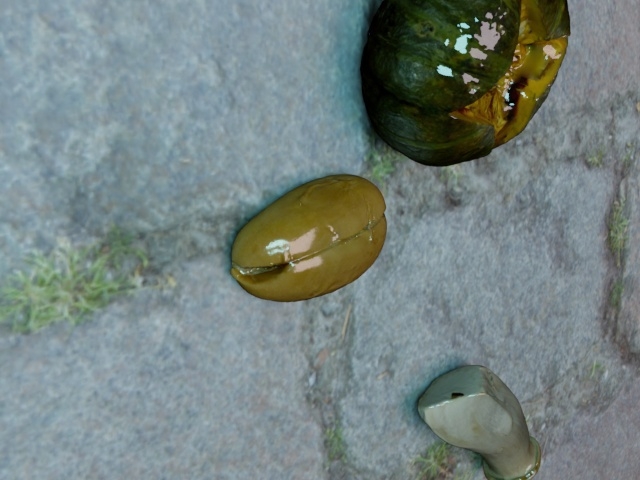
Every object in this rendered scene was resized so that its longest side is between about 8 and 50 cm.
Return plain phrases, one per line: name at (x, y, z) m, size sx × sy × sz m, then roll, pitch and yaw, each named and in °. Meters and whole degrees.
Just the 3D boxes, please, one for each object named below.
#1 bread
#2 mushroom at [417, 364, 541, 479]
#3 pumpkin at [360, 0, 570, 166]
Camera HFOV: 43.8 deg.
bread at (0.000, 0.000, 0.788) m, size 0.189 × 0.077 × 0.114 m, roll -27°, pitch 122°, yaw -35°
mushroom at (0.214, 0.233, 1.022) m, size 0.247 × 0.096 × 0.108 m, roll 46°, pitch 46°, yaw -41°
pumpkin at (0.141, -0.189, 0.795) m, size 0.238 × 0.159 × 0.238 m, roll -37°, pitch 144°, yaw -34°
